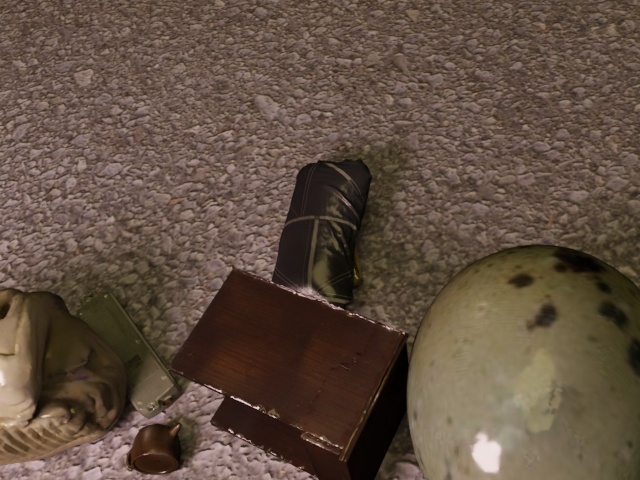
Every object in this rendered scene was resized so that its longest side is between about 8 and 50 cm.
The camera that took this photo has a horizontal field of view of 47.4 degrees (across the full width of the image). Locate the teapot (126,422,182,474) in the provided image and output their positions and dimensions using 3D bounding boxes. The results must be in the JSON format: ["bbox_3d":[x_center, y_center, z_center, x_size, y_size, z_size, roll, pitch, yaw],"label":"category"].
[{"bbox_3d":[-0.264,0.325,1.150,0.121,0.076,0.068,-31,41,25],"label":"teapot"}]

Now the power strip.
[{"bbox_3d":[-0.334,0.192,1.255,0.078,0.052,0.272,-37,59,-14],"label":"power strip"}]

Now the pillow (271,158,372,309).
[{"bbox_3d":[0.000,0.000,1.281,0.161,0.092,0.335,-4,61,33],"label":"pillow"}]

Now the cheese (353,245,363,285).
[{"bbox_3d":[0.049,0.044,1.300,0.044,0.030,0.083,-21,59,21],"label":"cheese"}]

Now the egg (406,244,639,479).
[{"bbox_3d":[0.285,0.203,0.965,0.345,0.345,0.428,7,50,14],"label":"egg"}]

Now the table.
[{"bbox_3d":[-0.033,0.216,1.073,0.282,0.251,0.196,21,64,20],"label":"table"}]

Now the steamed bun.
[{"bbox_3d":[-0.495,0.195,1.101,0.352,0.339,0.247,-13,63,4],"label":"steamed bun"}]
